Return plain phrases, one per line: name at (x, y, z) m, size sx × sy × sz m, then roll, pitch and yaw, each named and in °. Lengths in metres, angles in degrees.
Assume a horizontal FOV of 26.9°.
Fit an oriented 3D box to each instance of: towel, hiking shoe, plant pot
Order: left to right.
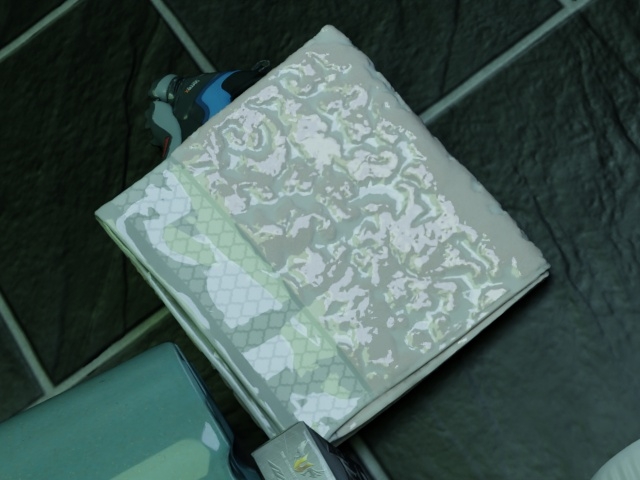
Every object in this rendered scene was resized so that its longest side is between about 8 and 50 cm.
plant pot at (-0.208, 0.276, 1.170) m, size 0.334 × 0.341 × 0.341 m, roll -32°, pitch 62°, yaw -6°
hiking shoe at (-0.105, -0.052, 1.373) m, size 0.132 × 0.113 × 0.304 m, roll -13°, pitch 65°, yaw 13°
towel at (0.000, 0.000, 1.285) m, size 0.317 × 0.053 × 0.332 m, roll -38°, pitch 80°, yaw -11°

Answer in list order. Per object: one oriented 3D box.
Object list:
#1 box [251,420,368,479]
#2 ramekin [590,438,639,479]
box at (0.041, 0.281, 1.151) m, size 0.056 × 0.183 × 0.231 m, roll -33°, pitch 62°, yaw 3°
ramekin at (0.309, 0.226, 1.082) m, size 0.207 × 0.207 × 0.109 m, roll -26°, pitch 54°, yaw 6°
